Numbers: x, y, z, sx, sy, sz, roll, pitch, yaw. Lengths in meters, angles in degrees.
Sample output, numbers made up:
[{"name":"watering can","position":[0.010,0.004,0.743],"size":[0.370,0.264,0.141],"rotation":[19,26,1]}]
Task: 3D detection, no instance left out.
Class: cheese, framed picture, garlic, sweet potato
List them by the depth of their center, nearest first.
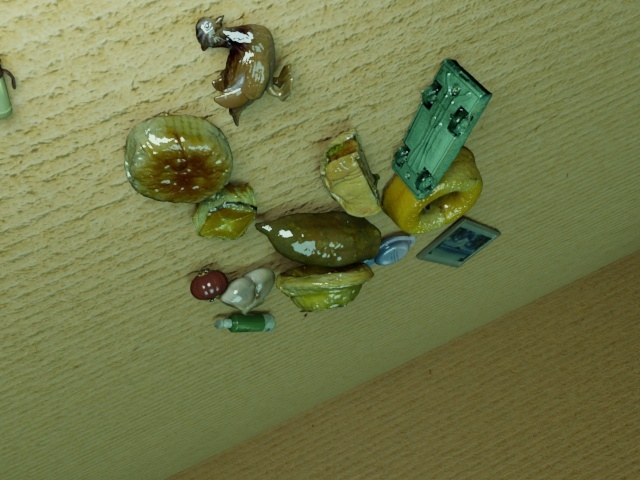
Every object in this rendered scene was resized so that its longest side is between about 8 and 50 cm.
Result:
[{"name":"sweet potato","position":[0.000,0.000,1.245],"size":[0.369,0.158,0.158],"rotation":[-2,140,-37]},{"name":"garlic","position":[-0.206,0.136,1.339],"size":[0.174,0.099,0.124],"rotation":[-35,164,-26]},{"name":"cheese","position":[0.204,0.047,1.559],"size":[0.244,0.052,0.135],"rotation":[-25,146,-3]},{"name":"framed picture","position":[0.530,0.014,1.783],"size":[0.314,0.024,0.232],"rotation":[13,132,-45]}]

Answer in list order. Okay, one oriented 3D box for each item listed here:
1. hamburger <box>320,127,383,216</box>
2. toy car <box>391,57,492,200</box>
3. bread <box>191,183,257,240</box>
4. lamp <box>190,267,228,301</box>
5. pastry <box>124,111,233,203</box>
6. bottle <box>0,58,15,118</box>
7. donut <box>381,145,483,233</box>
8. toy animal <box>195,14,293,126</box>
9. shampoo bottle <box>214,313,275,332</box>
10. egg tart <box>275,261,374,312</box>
[{"name":"hamburger","position":[0.072,-0.149,1.127],"size":[0.130,0.124,0.262],"rotation":[-14,147,15]},{"name":"toy car","position":[0.279,-0.246,1.106],"size":[0.097,0.141,0.321],"rotation":[-16,148,-29]},{"name":"bread","position":[-0.218,-0.064,1.064],"size":[0.127,0.069,0.140],"rotation":[1,142,-37]},{"name":"lamp","position":[-0.297,0.119,1.253],"size":[0.101,0.090,0.101],"rotation":[-22,-178,1]},{"name":"pastry","position":[-0.264,-0.148,0.882],"size":[0.192,0.093,0.182],"rotation":[-3,142,-28]},{"name":"bottle","position":[-0.469,-0.226,0.667],"size":[0.063,0.047,0.101],"rotation":[-48,165,-46]},{"name":"donut","position":[0.329,-0.129,1.344],"size":[0.302,0.110,0.303],"rotation":[-19,148,-12]},{"name":"toy animal","position":[-0.143,-0.281,0.801],"size":[0.179,0.089,0.188],"rotation":[14,131,-30]},{"name":"shampoo bottle","position":[-0.246,0.270,1.538],"size":[0.204,0.065,0.065],"rotation":[8,134,-43]},{"name":"egg tart","position":[0.015,0.129,1.354],"size":[0.290,0.116,0.290],"rotation":[-7,-174,1]}]
